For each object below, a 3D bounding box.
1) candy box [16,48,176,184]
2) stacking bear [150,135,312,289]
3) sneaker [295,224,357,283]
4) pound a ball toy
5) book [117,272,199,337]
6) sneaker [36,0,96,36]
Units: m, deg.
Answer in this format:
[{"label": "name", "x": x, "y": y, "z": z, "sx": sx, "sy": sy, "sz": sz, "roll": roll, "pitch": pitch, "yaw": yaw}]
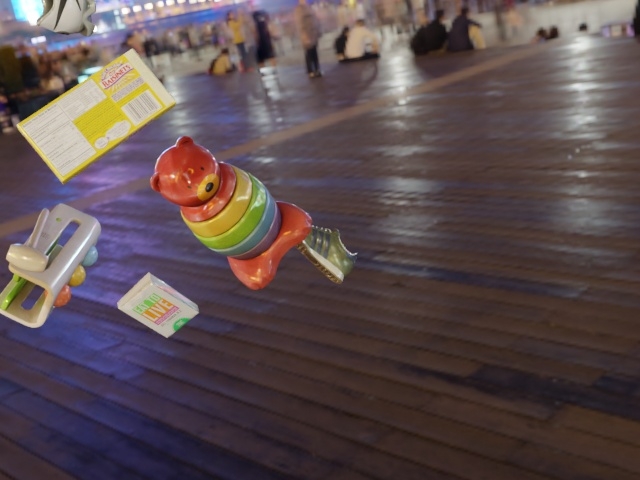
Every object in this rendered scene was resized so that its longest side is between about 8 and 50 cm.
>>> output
[{"label": "candy box", "x": -0.323, "y": -0.182, "z": 1.253, "sx": 0.206, "sy": 0.105, "sz": 0.027, "roll": -39, "pitch": -3, "yaw": -18}, {"label": "stacking bear", "x": -0.177, "y": -0.067, "z": 1.517, "sx": 0.175, "sy": 0.289, "sz": 0.164, "roll": -51, "pitch": 47, "yaw": -4}, {"label": "sneaker", "x": 0.000, "y": 0.000, "z": 1.869, "sx": 0.086, "sy": 0.192, "sz": 0.064, "roll": -48, "pitch": 8, "yaw": -18}, {"label": "pound a ball toy", "x": -0.554, "y": 0.038, "z": 1.805, "sx": 0.136, "sy": 0.208, "sz": 0.319, "roll": 27, "pitch": 30, "yaw": -8}, {"label": "book", "x": -0.338, "y": 0.139, "z": 1.796, "sx": 0.096, "sy": 0.144, "sz": 0.035, "roll": -39, "pitch": 42, "yaw": 13}, {"label": "sneaker", "x": -0.594, "y": -0.633, "z": 1.938, "sx": 0.146, "sy": 0.330, "sz": 0.122, "roll": -6, "pitch": 4, "yaw": -37}]
